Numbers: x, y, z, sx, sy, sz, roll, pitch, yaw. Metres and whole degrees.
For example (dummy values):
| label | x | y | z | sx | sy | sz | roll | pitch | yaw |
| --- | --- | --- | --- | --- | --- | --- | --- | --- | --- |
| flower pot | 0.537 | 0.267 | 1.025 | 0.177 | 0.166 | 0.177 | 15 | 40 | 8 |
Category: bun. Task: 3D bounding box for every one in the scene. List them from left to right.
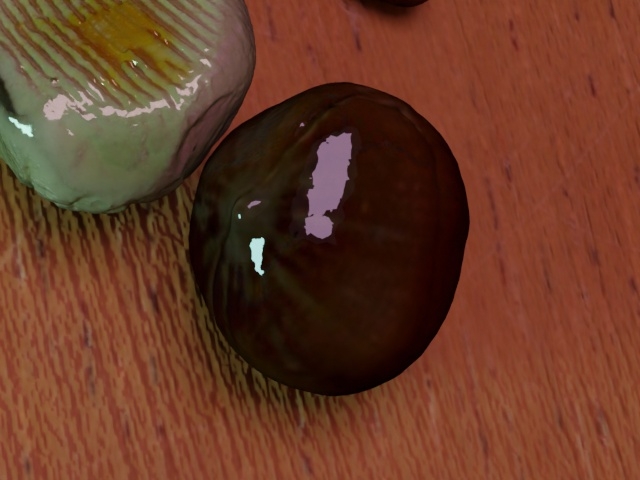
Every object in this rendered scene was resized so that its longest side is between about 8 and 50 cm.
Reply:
| label | x | y | z | sx | sy | sz | roll | pitch | yaw |
| --- | --- | --- | --- | --- | --- | --- | --- | --- | --- |
| bun | -0.169 | -0.125 | 1.468 | 0.244 | 0.153 | 0.243 | 3 | 49 | -3 |

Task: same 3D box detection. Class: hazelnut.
| label | x | y | z | sx | sy | sz | roll | pitch | yaw |
| --- | --- | --- | --- | --- | --- | --- | --- | --- | --- |
| hazelnut | 0.000 | 0.000 | 1.434 | 0.230 | 0.229 | 0.229 | 9 | 61 | -17 |

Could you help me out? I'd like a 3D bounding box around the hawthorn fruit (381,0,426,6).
| label | x | y | z | sx | sy | sz | roll | pitch | yaw |
| --- | --- | --- | --- | --- | --- | --- | --- | --- | --- |
| hawthorn fruit | 0.057 | -0.239 | 1.661 | 0.093 | 0.081 | 0.081 | 10 | 60 | -1 |
